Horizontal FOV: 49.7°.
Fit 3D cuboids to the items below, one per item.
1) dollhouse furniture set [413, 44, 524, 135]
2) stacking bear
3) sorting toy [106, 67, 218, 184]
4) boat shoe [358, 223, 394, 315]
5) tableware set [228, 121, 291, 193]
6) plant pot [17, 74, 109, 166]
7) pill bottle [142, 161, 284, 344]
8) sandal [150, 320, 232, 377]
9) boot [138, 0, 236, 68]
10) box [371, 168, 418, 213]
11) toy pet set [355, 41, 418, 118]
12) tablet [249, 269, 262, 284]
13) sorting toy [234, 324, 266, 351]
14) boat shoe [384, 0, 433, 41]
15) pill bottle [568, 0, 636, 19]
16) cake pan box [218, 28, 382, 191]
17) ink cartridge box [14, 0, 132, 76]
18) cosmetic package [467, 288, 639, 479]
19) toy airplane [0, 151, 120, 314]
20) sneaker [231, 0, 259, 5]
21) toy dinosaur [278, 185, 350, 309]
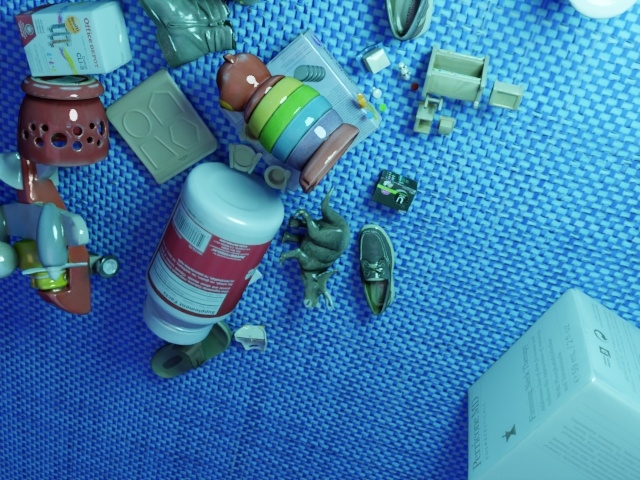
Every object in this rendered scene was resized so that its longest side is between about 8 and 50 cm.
[{"bbox_3d":[0.291,-0.282,1.369,0.181,0.101,0.161,14,146,5],"label":"dollhouse furniture set"},{"bbox_3d":[-0.082,-0.247,1.345,0.289,0.175,0.164,41,90,0],"label":"stacking bear"},{"bbox_3d":[-0.354,-0.254,1.550,0.193,0.038,0.208,-27,105,25],"label":"sorting toy"},{"bbox_3d":[0.131,0.073,1.596,0.080,0.073,0.224,-2,119,14],"label":"boat shoe"},{"bbox_3d":[-0.114,-0.185,1.464,0.168,0.020,0.141,24,124,1],"label":"tableware set"},{"bbox_3d":[-0.560,-0.269,1.501,0.191,0.191,0.174,9,113,8],"label":"plant pot"},{"bbox_3d":[-0.262,0.043,1.580,0.229,0.229,0.408,29,122,-4],"label":"pill bottle"},{"bbox_3d":[-0.343,0.298,1.826,0.120,0.086,0.303,44,119,-13],"label":"sandal"},{"bbox_3d":[-0.271,-0.481,1.388,0.161,0.083,0.246,-19,113,9],"label":"boot"},{"bbox_3d":[0.161,-0.108,1.500,0.083,0.052,0.062,21,121,-1],"label":"box"},{"bbox_3d":[0.113,-0.325,1.380,0.122,0.065,0.114,-31,114,0],"label":"toy pet set"},{"bbox_3d":[-0.190,0.071,1.710,0.054,0.006,0.083,-34,106,27],"label":"tablet"},{"bbox_3d":[-0.173,0.260,1.795,0.083,0.045,0.075,4,127,11],"label":"sorting toy"},{"bbox_3d":[0.165,-0.503,1.250,0.102,0.092,0.285,8,119,12],"label":"boat shoe"},{"bbox_3d":[0.454,-0.447,1.140,0.121,0.221,0.121,6,120,10],"label":"pill bottle"},{"bbox_3d":[-0.046,-0.263,1.452,0.267,0.070,0.246,-36,104,27],"label":"cake pan box"},{"bbox_3d":[-0.505,-0.420,1.434,0.176,0.127,0.128,0,118,12],"label":"ink cartridge box"},{"bbox_3d":[0.572,0.396,1.528,0.327,0.329,0.394,31,120,-7],"label":"cosmetic package"},{"bbox_3d":[-0.673,-0.023,1.602,0.384,0.272,0.386,44,143,12],"label":"toy airplane"},{"bbox_3d":[-0.203,-0.491,1.319,0.222,0.083,0.118,-15,127,6],"label":"sneaker"},{"bbox_3d":[0.000,0.000,1.581,0.160,0.121,0.314,16,117,-10],"label":"toy dinosaur"}]
